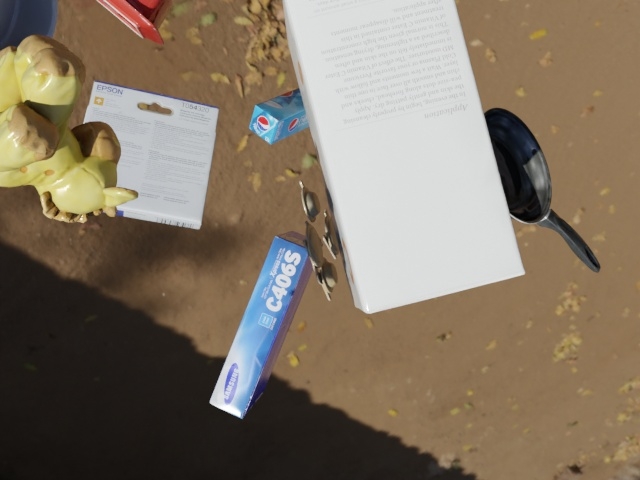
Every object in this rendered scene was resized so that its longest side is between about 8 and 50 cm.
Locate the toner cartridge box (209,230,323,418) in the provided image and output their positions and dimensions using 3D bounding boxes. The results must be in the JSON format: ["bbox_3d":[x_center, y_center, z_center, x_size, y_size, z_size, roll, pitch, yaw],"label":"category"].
[{"bbox_3d":[-0.102,0.156,1.325,0.075,0.165,0.347,23,97,8],"label":"toner cartridge box"}]

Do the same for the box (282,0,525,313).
[{"bbox_3d":[0.080,-0.109,0.764,0.169,0.215,0.345,-14,88,-1],"label":"box"}]

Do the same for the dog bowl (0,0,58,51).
[{"bbox_3d":[-0.678,-0.437,1.391,0.102,0.348,0.348,31,117,1],"label":"dog bowl"}]

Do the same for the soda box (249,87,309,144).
[{"bbox_3d":[-0.067,-0.297,1.564,0.210,0.071,0.067,-34,155,-46],"label":"soda box"}]

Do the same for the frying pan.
[{"bbox_3d":[0.353,-0.090,1.119,0.326,0.197,0.053,29,147,-31],"label":"frying pan"}]

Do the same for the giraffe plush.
[{"bbox_3d":[-0.291,-0.096,0.749,0.170,0.181,0.210,32,93,-44],"label":"giraffe plush"}]

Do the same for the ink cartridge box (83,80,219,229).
[{"bbox_3d":[-0.437,-0.213,1.699,0.324,0.329,0.071,11,159,-13],"label":"ink cartridge box"}]

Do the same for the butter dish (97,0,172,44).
[{"bbox_3d":[-0.289,-0.405,1.065,0.160,0.160,0.118,38,90,-9],"label":"butter dish"}]

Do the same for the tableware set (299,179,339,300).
[{"bbox_3d":[0.000,0.000,1.011,0.020,0.168,0.141,-13,134,15],"label":"tableware set"}]
